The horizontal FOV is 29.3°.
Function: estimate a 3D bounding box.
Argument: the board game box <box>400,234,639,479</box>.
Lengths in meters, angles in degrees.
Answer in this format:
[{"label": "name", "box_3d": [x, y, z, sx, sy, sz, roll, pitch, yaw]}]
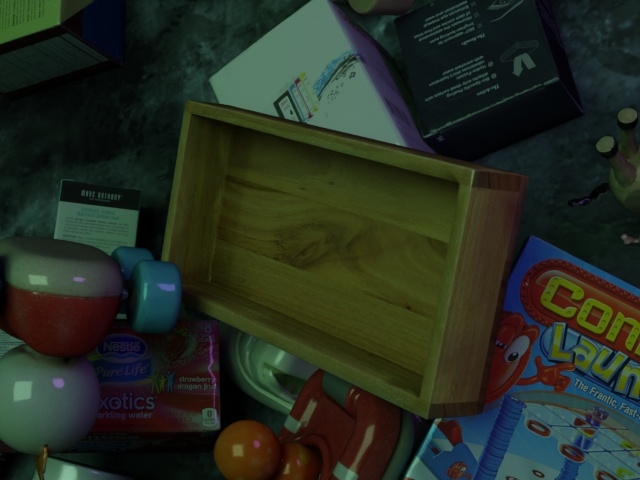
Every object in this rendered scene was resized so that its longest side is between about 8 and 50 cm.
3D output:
[{"label": "board game box", "box_3d": [0.249, 0.199, 1.080, 0.308, 0.086, 0.302, 27, 88, 9]}]

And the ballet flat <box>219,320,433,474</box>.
[{"label": "ballet flat", "box_3d": [0.018, 0.143, 1.277, 0.400, 0.139, 0.139, 26, 87, 34]}]

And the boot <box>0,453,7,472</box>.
[{"label": "boot", "box_3d": [-0.388, 0.256, 1.512, 0.244, 0.088, 0.176, -15, 84, 13]}]

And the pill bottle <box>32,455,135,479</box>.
[{"label": "pill bottle", "box_3d": [-0.294, 0.384, 1.359, 0.152, 0.152, 0.272, 9, 78, 32]}]

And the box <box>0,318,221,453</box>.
[{"label": "box", "box_3d": [-0.241, 0.161, 1.348, 0.256, 0.123, 0.128, 1, 69, -12]}]

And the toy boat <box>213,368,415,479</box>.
[{"label": "toy boat", "box_3d": [-0.030, 0.208, 1.104, 0.231, 0.151, 0.151, -63, 29, 1]}]

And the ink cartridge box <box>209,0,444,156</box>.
[{"label": "ink cartridge box", "box_3d": [0.019, -0.109, 1.341, 0.168, 0.171, 0.233, -34, 59, 17]}]

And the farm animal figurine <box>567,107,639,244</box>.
[{"label": "farm animal figurine", "box_3d": [0.444, -0.040, 1.087, 0.326, 0.172, 0.330, -40, 49, -2]}]

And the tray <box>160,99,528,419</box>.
[{"label": "tray", "box_3d": [0.000, 0.000, 1.134, 0.411, 0.076, 0.203, 20, 103, 49]}]

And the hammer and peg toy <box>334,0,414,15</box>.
[{"label": "hammer and peg toy", "box_3d": [0.044, -0.419, 1.402, 0.361, 0.127, 0.266, 52, 127, 38]}]

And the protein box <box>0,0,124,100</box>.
[{"label": "protein box", "box_3d": [-0.388, -0.326, 1.674, 0.201, 0.136, 0.200, -12, 68, 25]}]

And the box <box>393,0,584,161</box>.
[{"label": "box", "box_3d": [0.180, -0.189, 1.323, 0.156, 0.093, 0.158, -22, 62, 21]}]

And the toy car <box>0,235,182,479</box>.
[{"label": "toy car", "box_3d": [-0.275, 0.121, 1.216, 0.210, 0.219, 0.238, -162, 80, -68]}]

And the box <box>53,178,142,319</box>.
[{"label": "box", "box_3d": [-0.279, 0.053, 1.485, 0.100, 0.060, 0.244, 7, 67, -10]}]
